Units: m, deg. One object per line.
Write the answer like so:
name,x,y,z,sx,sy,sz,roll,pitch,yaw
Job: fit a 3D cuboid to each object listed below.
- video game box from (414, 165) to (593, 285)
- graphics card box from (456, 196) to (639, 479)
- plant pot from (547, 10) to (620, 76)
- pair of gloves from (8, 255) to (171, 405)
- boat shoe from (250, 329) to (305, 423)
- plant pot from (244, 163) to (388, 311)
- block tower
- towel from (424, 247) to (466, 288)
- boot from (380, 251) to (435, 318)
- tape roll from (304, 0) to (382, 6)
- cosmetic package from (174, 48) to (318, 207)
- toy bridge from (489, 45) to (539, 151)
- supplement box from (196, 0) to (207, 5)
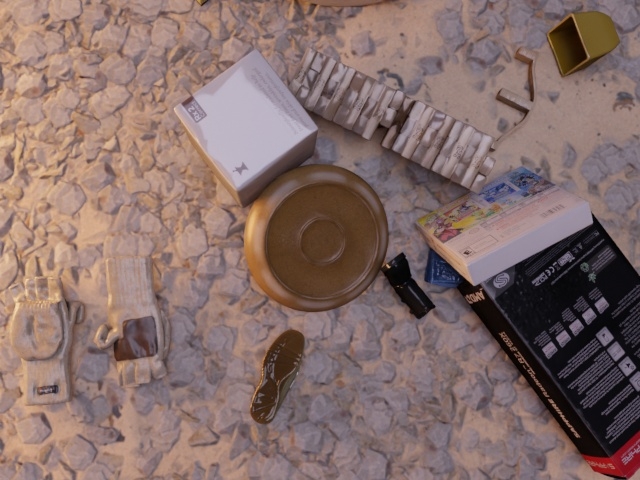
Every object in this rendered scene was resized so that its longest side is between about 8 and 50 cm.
video game box,0.274,-0.028,1.171,0.205,0.187,0.048,-27,119,-5
graphics card box,0.415,0.147,1.188,0.233,0.094,0.371,-37,89,-16
plant pot,0.442,-0.330,1.263,0.083,0.081,0.081,-17,85,-15
pair of gloves,-0.355,0.138,1.186,0.240,0.042,0.204,-13,89,-3
boat shoe,-0.065,0.214,1.199,0.056,0.048,0.153,16,77,10
plant pot,0.000,0.000,1.187,0.236,0.032,0.236,-3,100,-15
block tower,0.114,-0.190,1.210,0.335,0.097,0.091,26,98,-1
towel,0.231,0.046,1.236,0.119,0.029,0.067,8,83,-2
boot,0.137,0.073,1.185,0.045,0.121,0.099,-36,81,-4
tape roll,0.042,-0.439,1.178,0.219,0.219,0.072,0,83,-3
cosmetic package,-0.108,-0.162,1.158,0.151,0.184,0.151,-38,88,-6
toy bridge,0.324,-0.232,1.271,0.063,0.026,0.188,26,83,-1
supplement box,-0.201,-0.439,1.230,0.056,0.083,0.083,-41,88,-6
